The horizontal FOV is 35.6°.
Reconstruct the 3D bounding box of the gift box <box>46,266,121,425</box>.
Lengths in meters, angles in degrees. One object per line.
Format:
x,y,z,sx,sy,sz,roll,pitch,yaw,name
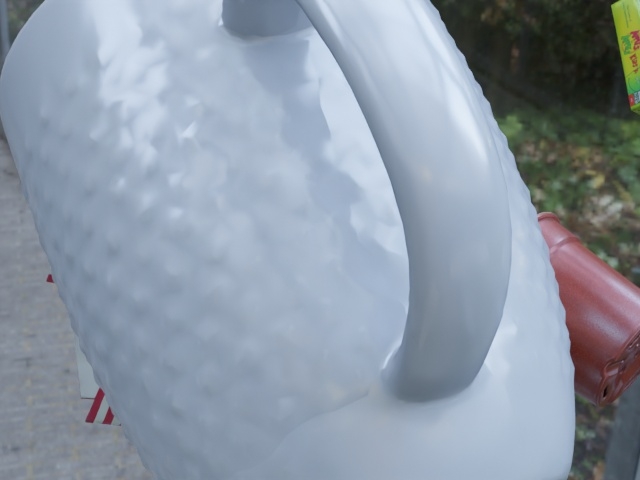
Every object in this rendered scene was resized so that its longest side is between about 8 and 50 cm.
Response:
-0.183,0.084,1.258,0.276,0.255,0.258,-8,2,27,gift box

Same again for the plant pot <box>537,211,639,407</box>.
0.434,0.133,1.728,0.272,0.272,0.265,-20,46,-42,plant pot

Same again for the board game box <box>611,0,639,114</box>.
0.486,-0.265,1.469,0.092,0.181,0.043,17,-29,-39,board game box

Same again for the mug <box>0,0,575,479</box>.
0.000,0.000,0.538,0.276,0.374,0.328,-17,68,-17,mug
